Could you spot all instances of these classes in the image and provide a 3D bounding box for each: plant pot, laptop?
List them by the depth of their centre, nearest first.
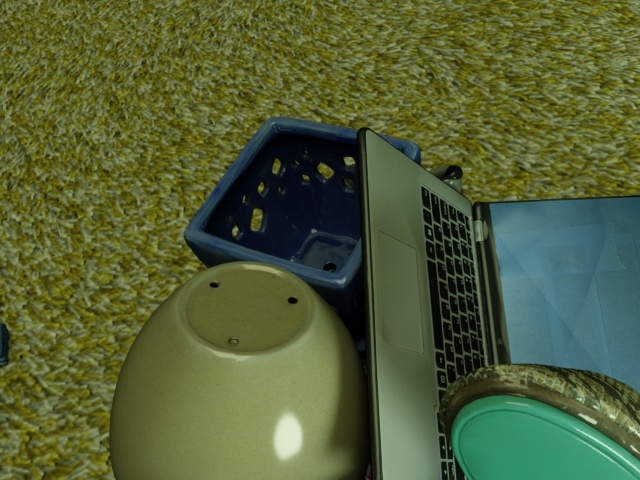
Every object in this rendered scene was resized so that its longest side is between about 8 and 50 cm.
[{"bbox_3d":[-0.076,0.133,0.655,0.284,0.190,0.284,4,37,-3],"label":"plant pot"},{"bbox_3d":[0.253,0.085,0.693,0.237,0.408,0.381,-18,63,35],"label":"laptop"},{"bbox_3d":[0.000,0.000,0.857,0.236,0.212,0.235,15,57,27],"label":"plant pot"}]

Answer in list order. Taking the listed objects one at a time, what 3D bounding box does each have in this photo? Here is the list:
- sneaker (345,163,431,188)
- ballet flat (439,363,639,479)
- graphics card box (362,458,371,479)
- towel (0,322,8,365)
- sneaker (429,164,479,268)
[{"bbox_3d":[0.113,-0.100,1.006,0.167,0.076,0.065,17,58,21],"label":"sneaker"},{"bbox_3d":[0.284,0.239,0.565,0.483,0.164,0.182,47,40,-11],"label":"ballet flat"},{"bbox_3d":[0.000,0.312,0.671,0.371,0.094,0.233,35,46,29],"label":"graphics card box"},{"bbox_3d":[-0.520,0.165,0.945,0.120,0.029,0.067,-16,54,-1],"label":"towel"},{"bbox_3d":[0.207,-0.036,0.898,0.229,0.132,0.086,15,38,20],"label":"sneaker"}]
